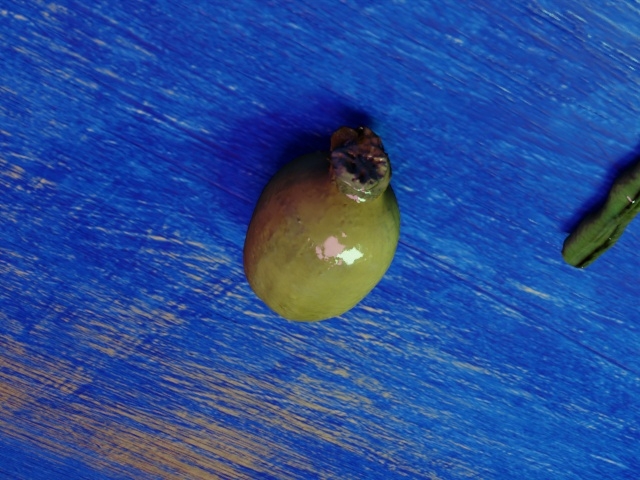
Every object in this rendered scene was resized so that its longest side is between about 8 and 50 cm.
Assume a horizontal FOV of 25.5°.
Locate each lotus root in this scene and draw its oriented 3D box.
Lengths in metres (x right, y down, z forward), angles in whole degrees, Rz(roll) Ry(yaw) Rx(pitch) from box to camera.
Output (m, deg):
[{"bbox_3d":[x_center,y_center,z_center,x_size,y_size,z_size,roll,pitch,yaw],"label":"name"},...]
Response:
[{"bbox_3d":[-0.003,0.001,1.446,0.146,0.131,0.303,16,149,-8],"label":"lotus root"}]

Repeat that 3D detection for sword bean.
[{"bbox_3d":[0.295,-0.049,1.347,0.043,0.038,0.269,-7,153,-16],"label":"sword bean"}]
